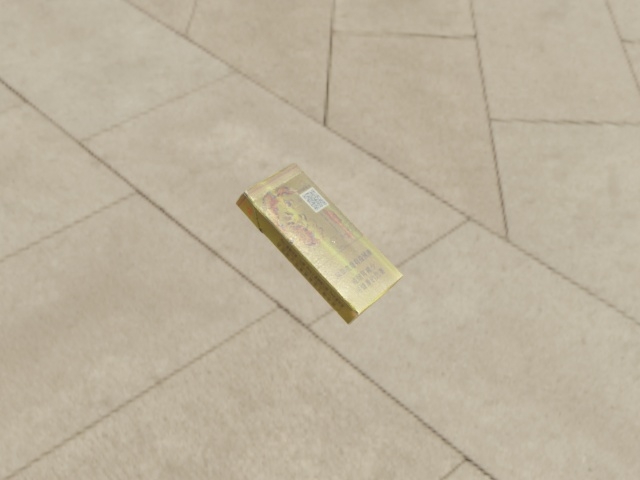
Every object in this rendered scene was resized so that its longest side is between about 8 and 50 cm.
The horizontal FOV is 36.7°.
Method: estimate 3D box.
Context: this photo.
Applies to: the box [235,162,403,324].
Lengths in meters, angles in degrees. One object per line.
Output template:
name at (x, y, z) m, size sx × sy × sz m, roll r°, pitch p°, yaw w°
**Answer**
box at (0.000, 0.000, 0.908) m, size 0.156 × 0.022 × 0.089 m, roll 45°, pitch 40°, yaw 6°
